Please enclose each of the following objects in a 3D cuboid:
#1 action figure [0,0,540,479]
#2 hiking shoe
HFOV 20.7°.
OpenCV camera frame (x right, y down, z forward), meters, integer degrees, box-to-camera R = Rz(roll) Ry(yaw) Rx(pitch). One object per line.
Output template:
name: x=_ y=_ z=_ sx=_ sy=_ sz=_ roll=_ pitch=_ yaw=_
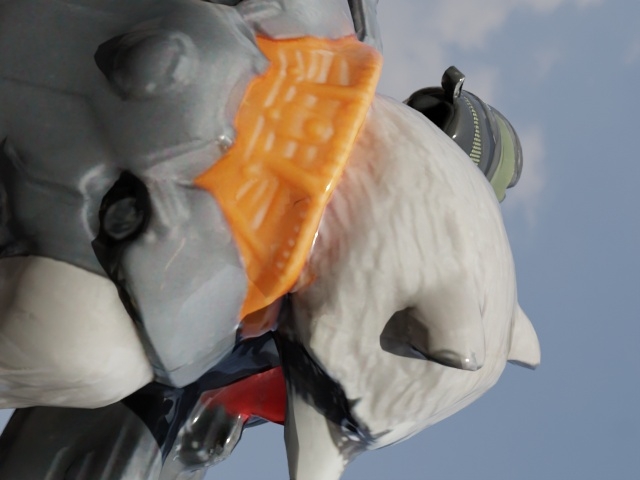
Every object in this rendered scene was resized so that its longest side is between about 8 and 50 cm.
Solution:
action figure: x=-0.111 y=0.011 z=0.449 sx=0.330 sy=0.178 sz=0.341 roll=9 pitch=-114 yaw=12
hiking shoe: x=0.000 y=0.000 z=0.904 sx=0.227 sy=0.114 sz=0.086 roll=-48 pitch=-118 yaw=2
